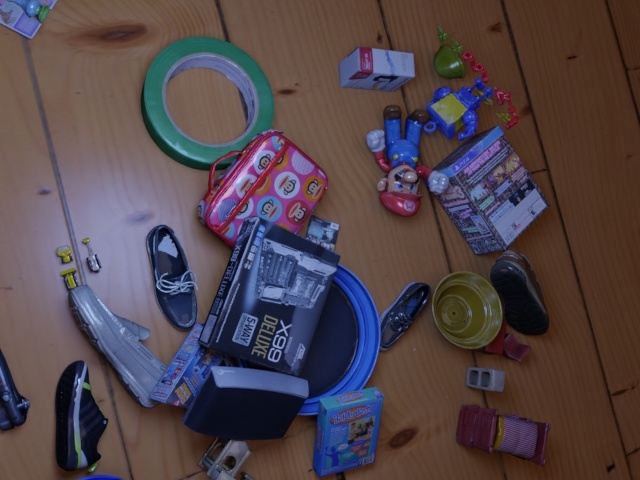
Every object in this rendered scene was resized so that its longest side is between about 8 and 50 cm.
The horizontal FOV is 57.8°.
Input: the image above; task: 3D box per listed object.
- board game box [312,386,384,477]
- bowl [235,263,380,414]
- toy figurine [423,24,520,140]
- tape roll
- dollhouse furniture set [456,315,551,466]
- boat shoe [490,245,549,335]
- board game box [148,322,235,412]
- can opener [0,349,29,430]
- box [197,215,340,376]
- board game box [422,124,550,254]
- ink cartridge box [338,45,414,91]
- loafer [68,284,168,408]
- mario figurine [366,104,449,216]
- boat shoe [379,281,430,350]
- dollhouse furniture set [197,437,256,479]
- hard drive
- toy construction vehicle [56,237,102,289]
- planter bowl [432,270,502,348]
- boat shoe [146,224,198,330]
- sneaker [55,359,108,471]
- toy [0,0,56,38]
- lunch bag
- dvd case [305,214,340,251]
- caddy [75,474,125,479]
[{"bbox_3d":[0.068,0.475,1.441,0.160,0.047,0.210,-4,114,-24],"label":"board game box"},{"bbox_3d":[-0.036,0.237,1.464,0.392,0.077,0.390,3,81,-23],"label":"bowl"},{"bbox_3d":[0.366,-0.409,1.663,0.217,0.191,0.362,-38,63,7],"label":"toy figurine"},{"bbox_3d":[-0.277,-0.338,1.441,0.322,0.077,0.321,4,80,-23],"label":"tape roll"},{"bbox_3d":[0.531,0.418,1.642,0.201,0.152,0.373,17,76,-21],"label":"dollhouse furniture set"},{"bbox_3d":[0.595,0.148,1.691,0.324,0.123,0.119,58,44,-35],"label":"boat shoe"},{"bbox_3d":[-0.282,0.323,1.308,0.194,0.060,0.194,-47,127,-41],"label":"board game box"},{"bbox_3d":[-0.654,0.298,1.196,0.073,0.059,0.186,-18,90,-24],"label":"can opener"},{"bbox_3d":[-0.111,0.130,1.332,0.243,0.077,0.307,26,77,-28],"label":"box"},{"bbox_3d":[0.489,-0.144,1.710,0.232,0.141,0.291,-39,98,-23],"label":"board game box"},{"bbox_3d":[0.157,-0.476,1.620,0.175,0.127,0.072,-1,84,-23],"label":"ink cartridge box"},{"bbox_3d":[-0.433,0.223,1.280,0.111,0.112,0.319,-40,108,-32],"label":"loafer"},{"bbox_3d":[0.240,-0.222,1.589,0.170,0.198,0.320,31,58,-59],"label":"mario figurine"},{"bbox_3d":[0.229,0.204,1.583,0.080,0.076,0.228,47,68,-11],"label":"boat shoe"},{"bbox_3d":[-0.167,0.522,1.308,0.161,0.182,0.101,41,69,-13],"label":"dollhouse furniture set"},{"bbox_3d":[-0.156,0.368,1.284,0.255,0.054,0.172,19,109,-35],"label":"hard drive"},{"bbox_3d":[-0.540,0.052,1.299,0.086,0.035,0.098,-23,89,-14],"label":"toy construction vehicle"},{"bbox_3d":[0.396,0.202,1.641,0.217,0.090,0.217,4,74,-14],"label":"planter bowl"},{"bbox_3d":[-0.340,0.086,1.351,0.095,0.079,0.254,-11,87,-25],"label":"boat shoe"},{"bbox_3d":[-0.510,0.377,1.252,0.097,0.084,0.234,9,79,-47],"label":"sneaker"},{"bbox_3d":[-0.727,-0.571,1.290,0.237,0.056,0.136,28,71,-18],"label":"toy"},{"bbox_3d":[-0.150,-0.115,1.403,0.258,0.120,0.293,39,82,-26],"label":"lunch bag"},{"bbox_3d":[0.000,0.000,1.548,0.087,0.013,0.119,18,77,-20],"label":"dvd case"},{"bbox_3d":[-0.499,0.640,1.154,0.341,0.179,0.241,-46,123,-23],"label":"caddy"}]
